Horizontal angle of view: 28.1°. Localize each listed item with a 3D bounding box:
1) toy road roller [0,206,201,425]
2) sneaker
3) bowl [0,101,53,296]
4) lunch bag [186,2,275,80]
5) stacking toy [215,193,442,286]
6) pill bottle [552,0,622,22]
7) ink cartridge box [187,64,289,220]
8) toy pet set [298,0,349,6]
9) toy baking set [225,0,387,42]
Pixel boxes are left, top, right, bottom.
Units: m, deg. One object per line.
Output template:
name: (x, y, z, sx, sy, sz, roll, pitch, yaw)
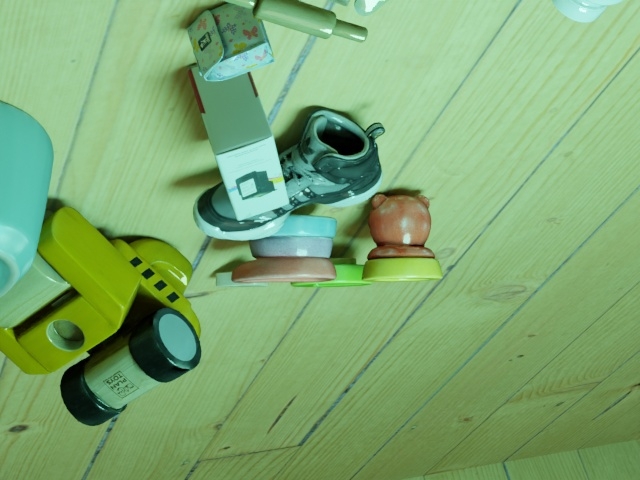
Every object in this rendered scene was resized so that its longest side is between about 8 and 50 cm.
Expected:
toy road roller: (-0.312, 0.073, 1.778, 0.202, 0.240, 0.329, -33, 113, 28)
sneaker: (-0.040, -0.093, 1.676, 0.268, 0.101, 0.153, -17, 154, -14)
bowl: (-0.453, -0.018, 1.492, 0.311, 0.163, 0.311, -15, 154, -7)
lunch bag: (-0.101, -0.220, 1.410, 0.083, 0.071, 0.053, -19, 156, 6)
stacking toy: (0.000, 0.000, 1.932, 0.309, 0.130, 0.279, 2, 175, -29)
pill bottle: (0.328, -0.325, 1.439, 0.094, 0.094, 0.169, -5, 152, -25)
ink cartridge box: (-0.097, -0.123, 1.542, 0.072, 0.127, 0.175, -19, 155, -3)
toy pet set: (-0.007, -0.303, 1.345, 0.114, 0.065, 0.122, 19, 148, 5)
toy baking set: (0.021, -0.289, 1.277, 0.256, 0.030, 0.197, 18, 121, -21)
